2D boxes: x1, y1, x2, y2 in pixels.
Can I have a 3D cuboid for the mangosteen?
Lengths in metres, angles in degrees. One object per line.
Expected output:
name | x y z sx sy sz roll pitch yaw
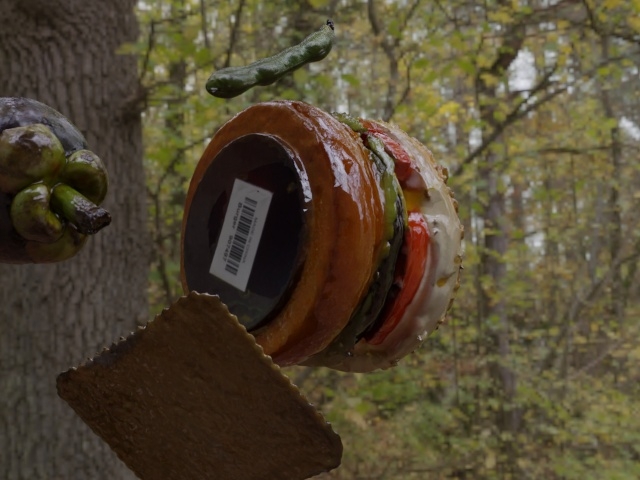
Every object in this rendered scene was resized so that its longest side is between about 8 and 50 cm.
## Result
mangosteen | -0.317 -0.060 1.017 0.217 0.192 0.192 14 2 26

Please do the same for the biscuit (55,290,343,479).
biscuit | -0.123 0.181 0.928 0.232 0.237 0.013 -32 16 25

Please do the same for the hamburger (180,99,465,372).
hamburger | 0.000 0.000 1.111 0.250 0.330 0.330 12 -14 -41

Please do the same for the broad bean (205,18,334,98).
broad bean | -0.067 -0.270 1.393 0.256 0.053 0.052 -32 18 -27
